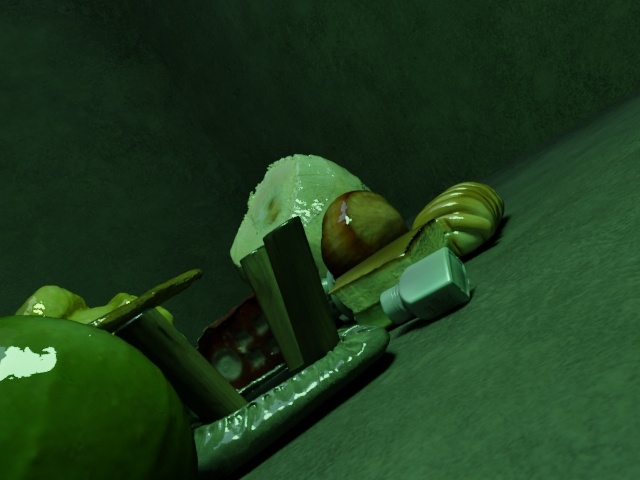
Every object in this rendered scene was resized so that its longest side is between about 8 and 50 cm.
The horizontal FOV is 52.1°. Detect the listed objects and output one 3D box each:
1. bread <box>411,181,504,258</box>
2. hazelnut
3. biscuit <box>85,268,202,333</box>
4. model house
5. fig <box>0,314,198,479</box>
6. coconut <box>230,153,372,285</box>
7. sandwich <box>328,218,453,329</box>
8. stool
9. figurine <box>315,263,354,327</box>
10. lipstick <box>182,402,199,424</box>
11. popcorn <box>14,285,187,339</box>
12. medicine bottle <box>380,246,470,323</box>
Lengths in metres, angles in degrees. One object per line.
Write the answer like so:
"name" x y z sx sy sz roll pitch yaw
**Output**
"bread" 0.269 -0.039 1.306 0.173 0.121 0.311 -35 1 24
"hazelnut" 0.082 -0.004 1.229 0.182 0.182 0.182 -32 1 0
"biscuit" -0.252 0.094 0.880 0.118 0.029 0.247 -26 4 33
"model house" -0.124 0.193 1.208 0.254 0.160 0.196 -40 -2 18
"fig" -0.253 0.220 0.533 0.316 0.316 0.316 -32 1 0
"coconut" 0.000 0.000 1.699 0.404 0.405 0.404 -32 1 0
"sandwich" 0.120 0.066 1.100 0.186 0.108 0.220 -31 3 28
"stool" -0.103 0.145 0.910 0.310 0.226 0.310 -34 1 -18
"figurine" -0.042 0.132 1.351 0.236 0.176 0.133 -27 18 27
"lipstick" -0.380 0.403 1.317 0.304 0.076 0.076 -33 1 4
"popcorn" -0.415 0.244 1.166 0.349 0.381 0.349 -34 40 35
"medicine bottle" 0.146 0.071 0.923 0.118 0.055 0.074 -32 34 26
